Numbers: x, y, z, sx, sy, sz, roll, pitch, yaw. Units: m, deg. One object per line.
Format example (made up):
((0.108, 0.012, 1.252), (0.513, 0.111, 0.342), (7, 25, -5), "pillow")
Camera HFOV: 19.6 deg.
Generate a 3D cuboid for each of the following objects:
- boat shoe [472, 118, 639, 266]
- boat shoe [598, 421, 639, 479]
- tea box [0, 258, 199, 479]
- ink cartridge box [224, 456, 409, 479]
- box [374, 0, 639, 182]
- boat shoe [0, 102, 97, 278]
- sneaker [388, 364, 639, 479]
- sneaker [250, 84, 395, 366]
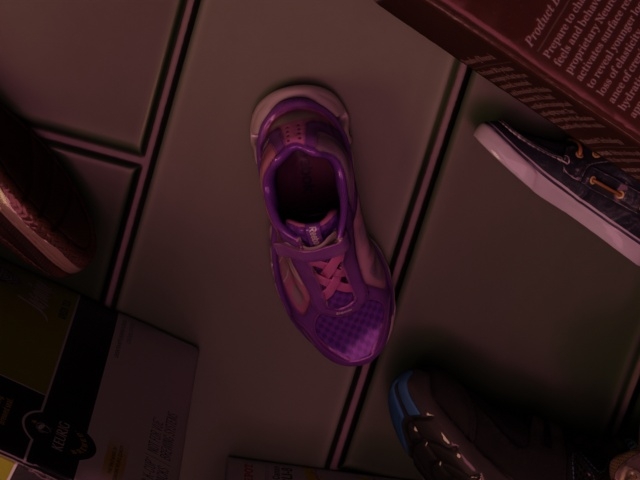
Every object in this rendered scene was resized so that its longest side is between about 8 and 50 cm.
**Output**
((0.212, -0.061, 1.476), (0.183, 0.065, 0.083), (34, 98, -16), "boat shoe")
((0.279, 0.207, 1.455), (0.130, 0.355, 0.132), (18, 150, -5), "boat shoe")
((-0.286, 0.162, 1.398), (0.323, 0.329, 0.220), (26, 107, -8), "tea box")
((-0.004, 0.271, 1.545), (0.176, 0.128, 0.127), (7, 108, -4), "ink cartridge box")
((0.253, -0.154, 1.378), (0.381, 0.143, 0.191), (34, 86, -12), "box")
((-0.285, -0.064, 1.457), (0.095, 0.095, 0.257), (-35, 100, 24), "boat shoe")
((0.204, 0.203, 1.551), (0.341, 0.125, 0.140), (41, 76, -10), "sneaker")
((0.000, 0.000, 1.468), (0.095, 0.104, 0.236), (-14, 109, 2), "sneaker")
